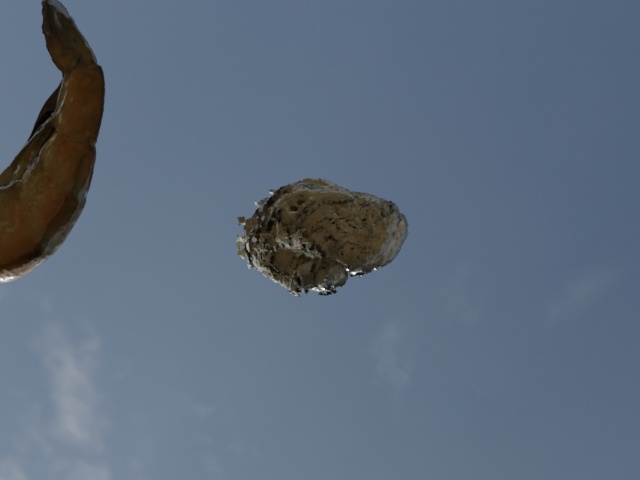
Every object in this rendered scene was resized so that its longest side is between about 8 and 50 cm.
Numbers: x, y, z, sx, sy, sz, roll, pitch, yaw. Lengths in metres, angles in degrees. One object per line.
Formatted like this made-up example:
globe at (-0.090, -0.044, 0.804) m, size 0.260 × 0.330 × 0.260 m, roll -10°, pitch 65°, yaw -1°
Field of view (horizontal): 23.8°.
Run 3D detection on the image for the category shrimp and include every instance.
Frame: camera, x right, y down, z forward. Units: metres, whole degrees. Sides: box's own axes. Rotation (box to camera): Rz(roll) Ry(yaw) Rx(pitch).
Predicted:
shrimp at (-0.239, -0.075, 1.027) m, size 0.262 × 0.051 × 0.198 m, roll 10°, pitch -106°, yaw 38°

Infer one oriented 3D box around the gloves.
gloves at (-0.001, -0.004, 1.303) m, size 0.153 × 0.070 × 0.114 m, roll 17°, pitch -134°, yaw 44°
